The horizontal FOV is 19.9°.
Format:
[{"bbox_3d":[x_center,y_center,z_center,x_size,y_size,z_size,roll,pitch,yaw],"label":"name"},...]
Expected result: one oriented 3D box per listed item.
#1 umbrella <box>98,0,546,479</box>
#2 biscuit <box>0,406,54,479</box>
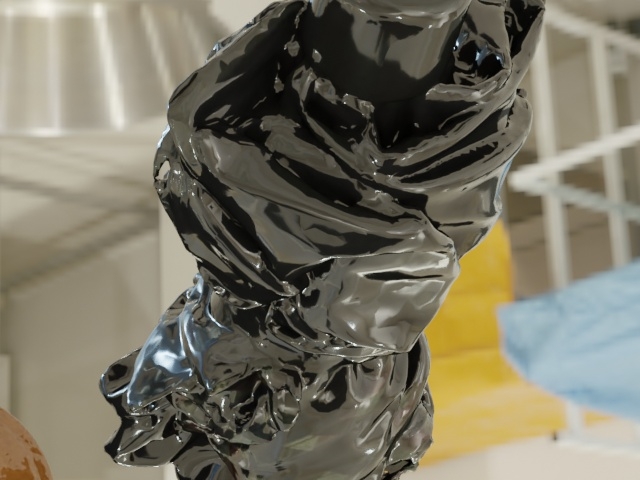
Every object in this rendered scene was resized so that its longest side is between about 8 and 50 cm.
[{"bbox_3d":[0.001,0.000,0.564,0.122,0.110,0.272,-5,146,-15],"label":"umbrella"},{"bbox_3d":[-0.156,0.091,0.646,0.130,0.102,0.019,13,149,-23],"label":"biscuit"}]
